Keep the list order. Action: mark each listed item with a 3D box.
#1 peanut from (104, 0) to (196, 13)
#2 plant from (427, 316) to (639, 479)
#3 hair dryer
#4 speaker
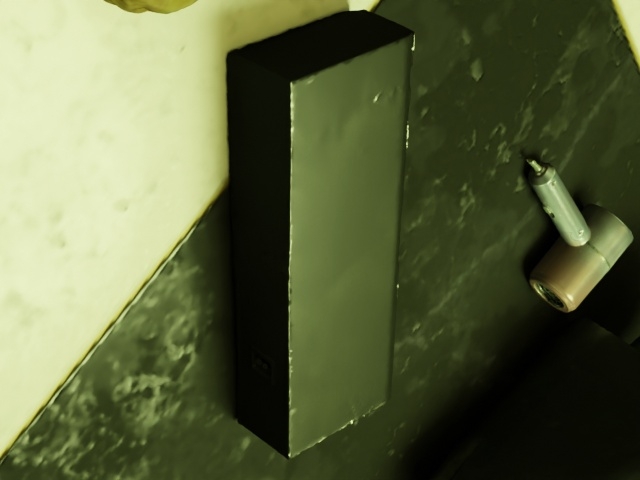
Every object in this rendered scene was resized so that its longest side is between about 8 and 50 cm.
[{"bbox_3d":[-0.084,-0.145,0.494,0.093,0.083,0.194,-61,143,-20],"label":"peanut"},{"bbox_3d":[0.193,0.144,0.933,0.256,0.164,0.142,-28,131,-13],"label":"plant"},{"bbox_3d":[0.144,-0.012,0.877,0.063,0.037,0.114,-48,133,-12],"label":"hair dryer"},{"bbox_3d":[0.000,0.000,0.714,0.082,0.044,0.218,-27,132,-34],"label":"speaker"}]
